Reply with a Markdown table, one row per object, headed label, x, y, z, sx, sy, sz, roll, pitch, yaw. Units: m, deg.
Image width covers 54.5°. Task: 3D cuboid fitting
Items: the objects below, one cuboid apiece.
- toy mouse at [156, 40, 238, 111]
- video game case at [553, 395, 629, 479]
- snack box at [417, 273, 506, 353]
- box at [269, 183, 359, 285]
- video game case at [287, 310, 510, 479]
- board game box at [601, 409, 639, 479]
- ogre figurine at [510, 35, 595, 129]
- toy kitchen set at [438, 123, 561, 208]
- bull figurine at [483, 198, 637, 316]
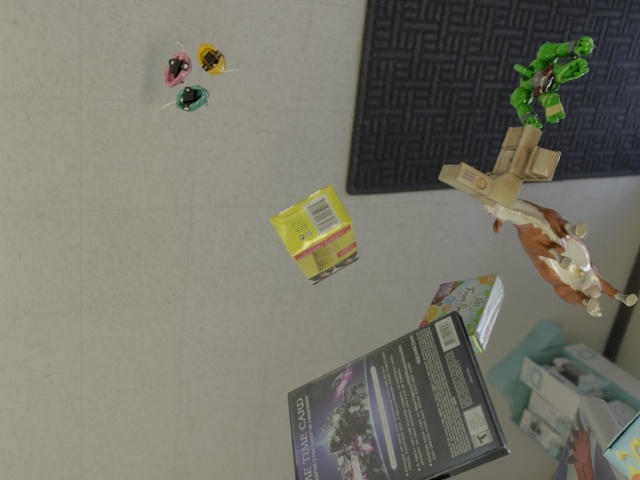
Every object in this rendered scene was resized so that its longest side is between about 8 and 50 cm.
| label | x | y | z | sx | sy | sz | roll | pitch | yaw |
| --- | --- | --- | --- | --- | --- | --- | --- | --- | --- |
| toy mouse | -0.214 | -0.258 | 1.017 | 0.143 | 0.161 | 0.031 | -48 | 150 | 9 |
| video game case | 0.197 | 0.242 | 0.443 | 0.023 | 0.201 | 0.183 | 10 | 109 | 4 |
| snack box | 0.204 | 0.110 | 0.907 | 0.037 | 0.100 | 0.141 | 60 | 40 | -20 |
| box | 0.000 | 0.000 | 0.819 | 0.087 | 0.058 | 0.232 | -30 | 166 | -2 |
| video game case | 0.080 | 0.227 | 0.789 | 0.274 | 0.196 | 0.026 | -31 | 131 | 19 |
| board game box | 0.286 | 0.037 | 0.267 | 0.275 | 0.142 | 0.144 | -34 | 148 | -19 |
| ogre figurine | 0.444 | -0.315 | 1.223 | 0.097 | 0.118 | 0.197 | -2 | 123 | -18 |
| toy kitchen set | 0.175 | -0.081 | 0.598 | 0.075 | 0.068 | 0.083 | 23 | 87 | -23 |
| bull figurine | 0.428 | 0.019 | 1.124 | 0.310 | 0.188 | 0.101 | 42 | 96 | -20 |
